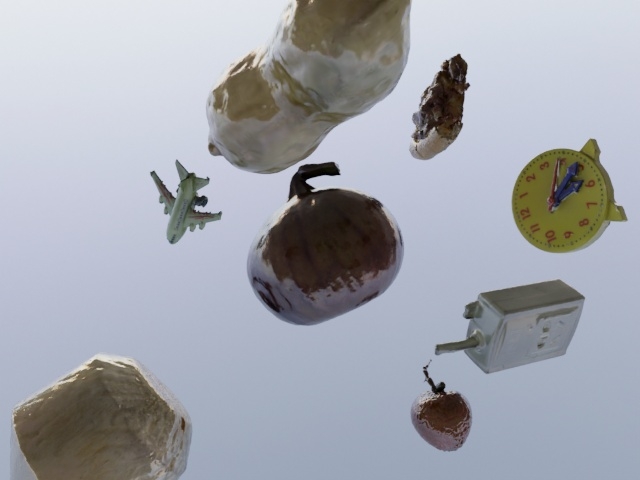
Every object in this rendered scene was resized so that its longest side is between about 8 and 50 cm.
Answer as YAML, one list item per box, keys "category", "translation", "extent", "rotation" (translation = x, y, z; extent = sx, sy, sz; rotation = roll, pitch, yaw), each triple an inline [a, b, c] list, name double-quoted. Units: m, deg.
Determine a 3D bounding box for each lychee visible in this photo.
- category: "lychee"
  translation: [0.199, 0.288, 1.073]
  extent: [0.101, 0.114, 0.140]
  rotation: [-36, -100, -6]

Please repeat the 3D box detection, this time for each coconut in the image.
- category: "coconut"
  translation: [-0.399, 0.363, 1.095]
  extent: [0.328, 0.329, 0.329]
  rotation: [5, -134, -5]

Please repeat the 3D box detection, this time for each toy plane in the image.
- category: "toy plane"
  translation: [-0.161, -0.040, 0.746]
  extent: [0.102, 0.111, 0.040]
  rotation: [34, -140, 15]

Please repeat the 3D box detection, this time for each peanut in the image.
- category: "peanut"
  translation: [-0.016, -0.118, 0.484]
  extent: [0.101, 0.263, 0.117]
  rotation: [37, -121, -20]

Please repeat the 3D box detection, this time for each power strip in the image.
- category: "power strip"
  translation: [0.180, 0.086, 0.611]
  extent: [0.175, 0.075, 0.042]
  rotation: [-8, -149, -25]

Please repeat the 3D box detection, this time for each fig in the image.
- category: "fig"
  translation: [0.005, 0.017, 0.942]
  extent: [0.214, 0.235, 0.235]
  rotation: [40, -129, 4]

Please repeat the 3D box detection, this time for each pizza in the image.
- category: "pizza"
  translation: [0.206, -0.237, 1.090]
  extent: [0.069, 0.154, 0.194]
  rotation: [16, -98, -6]

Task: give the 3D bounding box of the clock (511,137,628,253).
- category: "clock"
  translation: [0.625, -0.106, 1.657]
  extent: [0.071, 0.293, 0.277]
  rotation: [-1, -116, -38]
